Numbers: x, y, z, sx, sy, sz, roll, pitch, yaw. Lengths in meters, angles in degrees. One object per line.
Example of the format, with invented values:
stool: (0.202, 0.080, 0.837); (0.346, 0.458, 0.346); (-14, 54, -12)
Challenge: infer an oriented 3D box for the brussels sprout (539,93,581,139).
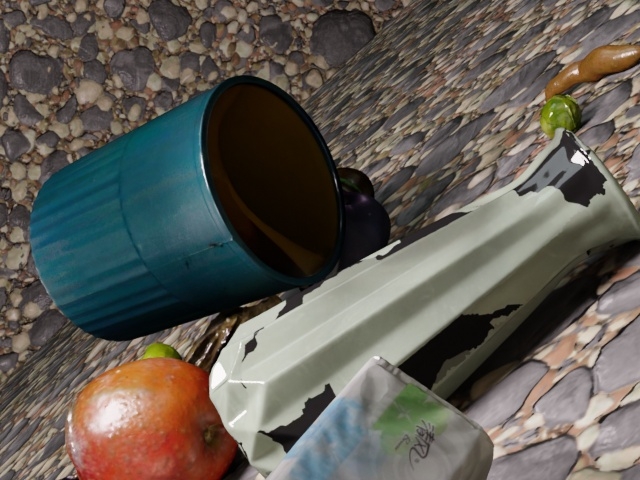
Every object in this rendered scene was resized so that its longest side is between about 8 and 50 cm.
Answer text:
brussels sprout: (0.274, -0.142, 1.467); (0.051, 0.046, 0.083); (-42, 0, 15)

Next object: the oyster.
oyster: (-0.177, 0.204, 1.501); (0.361, 0.096, 0.221); (-44, 6, -15)

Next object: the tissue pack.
tissue pack: (0.014, 0.215, 0.754); (0.229, 0.145, 0.159); (-46, -21, -27)

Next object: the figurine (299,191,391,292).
figurine: (0.000, 0.000, 1.601); (0.145, 0.145, 0.222); (-44, 32, -17)

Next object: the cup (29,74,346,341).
cup: (-0.157, -0.050, 1.486); (0.292, 0.242, 0.307); (-22, 52, 33)

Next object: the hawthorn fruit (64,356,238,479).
hawthorn fruit: (-0.166, 0.199, 1.300); (0.173, 0.173, 0.173); (-39, 11, 9)

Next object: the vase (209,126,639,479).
vase: (0.086, 0.059, 1.047); (0.360, 0.165, 0.165); (-36, 11, 3)

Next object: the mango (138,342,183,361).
mango: (-0.231, 0.193, 1.780); (0.091, 0.074, 0.165); (-52, 2, -21)

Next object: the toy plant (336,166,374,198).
toy plant: (0.014, -0.032, 1.785); (0.093, 0.093, 0.162); (-32, 17, 39)

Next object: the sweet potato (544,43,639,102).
sweet potato: (0.327, -0.207, 1.544); (0.044, 0.044, 0.179); (-47, 14, -30)
